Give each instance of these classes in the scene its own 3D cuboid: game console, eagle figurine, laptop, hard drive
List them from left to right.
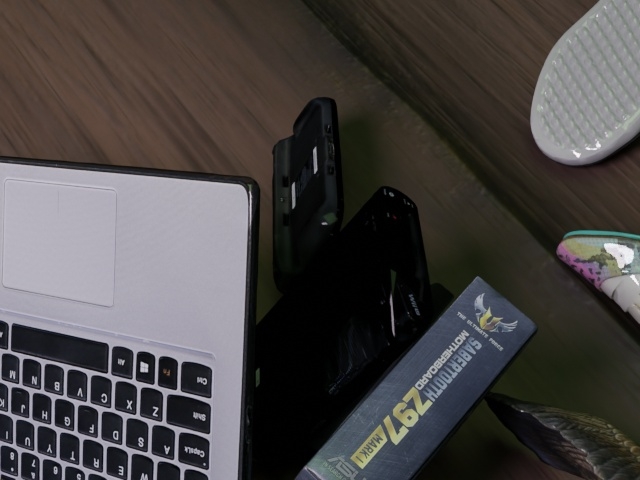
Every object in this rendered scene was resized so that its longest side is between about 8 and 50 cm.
[{"bbox_3d":[-0.260,0.152,0.740,0.382,0.407,0.236,7,7,37],"label":"laptop"},{"bbox_3d":[0.000,0.000,0.975,0.044,0.213,0.361,27,35,-24],"label":"game console"},{"bbox_3d":[0.046,0.097,0.909,0.022,0.135,0.094,40,23,7],"label":"hard drive"},{"bbox_3d":[0.257,0.186,0.811,0.225,0.226,0.298,-34,43,22],"label":"eagle figurine"}]

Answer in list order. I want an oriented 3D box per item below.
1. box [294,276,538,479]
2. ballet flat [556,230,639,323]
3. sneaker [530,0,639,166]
[{"bbox_3d":[0.043,0.145,0.823,0.059,0.232,0.183,41,61,8],"label":"box"},{"bbox_3d":[0.315,0.040,1.014,0.222,0.077,0.079,6,71,5],"label":"ballet flat"},{"bbox_3d":[0.322,-0.198,1.174,0.126,0.127,0.321,27,81,27],"label":"sneaker"}]
